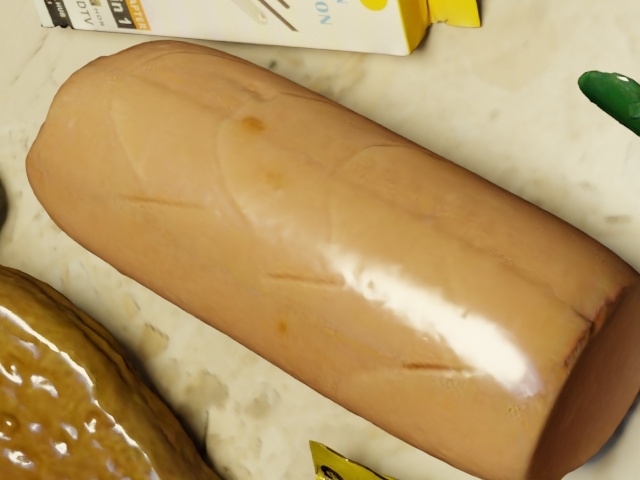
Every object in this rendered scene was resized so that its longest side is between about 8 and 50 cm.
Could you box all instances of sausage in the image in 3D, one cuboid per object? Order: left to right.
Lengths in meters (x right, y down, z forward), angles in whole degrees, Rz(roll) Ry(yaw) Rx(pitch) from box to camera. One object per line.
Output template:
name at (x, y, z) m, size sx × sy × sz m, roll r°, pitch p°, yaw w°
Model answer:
sausage at (-0.001, 0.000, 0.727) m, size 0.304 × 0.121 × 0.121 m, roll 28°, pitch 102°, yaw 24°

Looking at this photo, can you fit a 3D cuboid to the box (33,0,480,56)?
box at (-0.051, -0.154, 0.763) m, size 0.247 × 0.033 × 0.129 m, roll 8°, pitch 134°, yaw 28°

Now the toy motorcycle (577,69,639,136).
toy motorcycle at (0.190, -0.127, 0.634) m, size 0.187 × 0.125 × 0.274 m, roll -7°, pitch 84°, yaw 18°

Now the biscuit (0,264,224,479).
biscuit at (-0.213, 0.154, 0.835) m, size 0.381 × 0.074 × 0.358 m, roll 11°, pitch 104°, yaw 12°

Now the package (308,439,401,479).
package at (0.011, 0.165, 0.760) m, size 0.071 × 0.047 × 0.131 m, roll 20°, pitch 97°, yaw 29°
